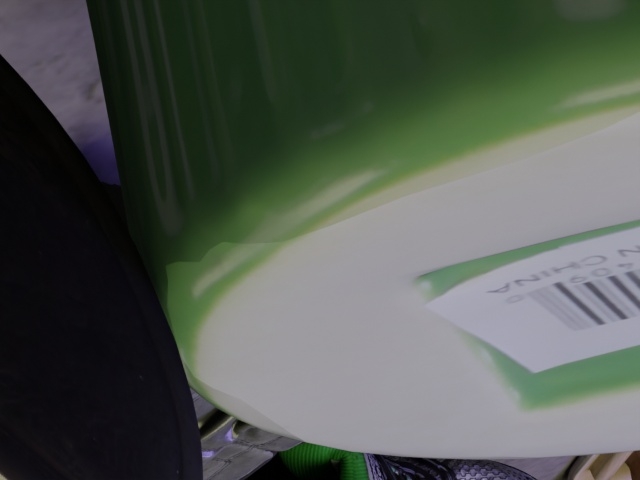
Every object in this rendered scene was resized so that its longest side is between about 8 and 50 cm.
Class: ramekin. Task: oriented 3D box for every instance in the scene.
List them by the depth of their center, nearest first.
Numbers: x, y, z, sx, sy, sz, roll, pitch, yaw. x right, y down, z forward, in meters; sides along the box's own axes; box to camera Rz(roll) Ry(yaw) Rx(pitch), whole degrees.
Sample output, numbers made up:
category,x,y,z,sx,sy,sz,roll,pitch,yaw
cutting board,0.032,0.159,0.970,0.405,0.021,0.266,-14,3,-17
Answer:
category,x,y,z,sx,sy,sz,roll,pitch,yaw
ramekin,0.087,-0.051,0.462,0.303,0.148,0.303,-6,159,-2

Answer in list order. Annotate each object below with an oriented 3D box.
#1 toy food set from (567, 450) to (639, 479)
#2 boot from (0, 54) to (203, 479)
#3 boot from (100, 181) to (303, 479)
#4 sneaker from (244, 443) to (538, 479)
category,x,y,z,sx,sy,sz,roll,pitch,yaw
toy food set,0.305,0.122,1.247,0.220,0.092,0.306,-15,158,-17
boot,-0.197,0.037,0.406,0.264,0.096,0.280,37,124,-23
boot,-0.103,0.079,0.715,0.246,0.083,0.161,-29,146,22
sneaker,0.014,0.163,1.007,0.343,0.134,0.146,0,148,-44
